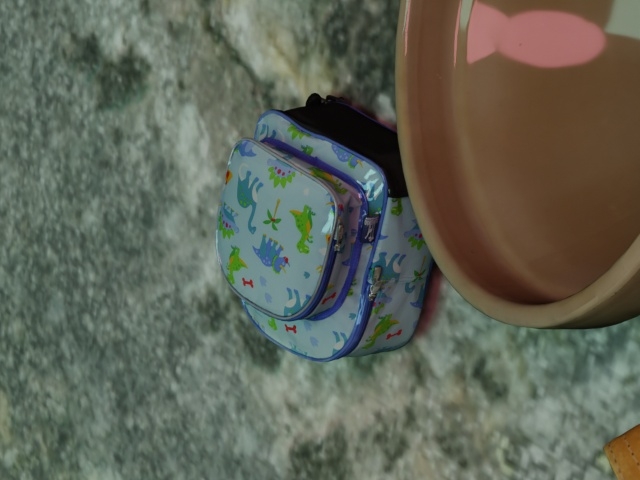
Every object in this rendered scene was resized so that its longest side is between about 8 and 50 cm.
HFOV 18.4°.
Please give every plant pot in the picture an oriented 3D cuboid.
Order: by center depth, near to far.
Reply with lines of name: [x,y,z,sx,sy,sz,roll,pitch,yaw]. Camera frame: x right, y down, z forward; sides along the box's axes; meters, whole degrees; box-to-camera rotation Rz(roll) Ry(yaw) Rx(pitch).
plant pot: [0.129,-0.081,0.768,0.237,0.109,0.237,-22,65,61]

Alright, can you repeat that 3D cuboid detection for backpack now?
backpack: [0.000,0.000,0.964,0.105,0.084,0.114,30,121,42]

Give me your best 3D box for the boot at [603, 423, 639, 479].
boot: [0.195,0.033,0.672,0.211,0.104,0.295,-17,84,5]
